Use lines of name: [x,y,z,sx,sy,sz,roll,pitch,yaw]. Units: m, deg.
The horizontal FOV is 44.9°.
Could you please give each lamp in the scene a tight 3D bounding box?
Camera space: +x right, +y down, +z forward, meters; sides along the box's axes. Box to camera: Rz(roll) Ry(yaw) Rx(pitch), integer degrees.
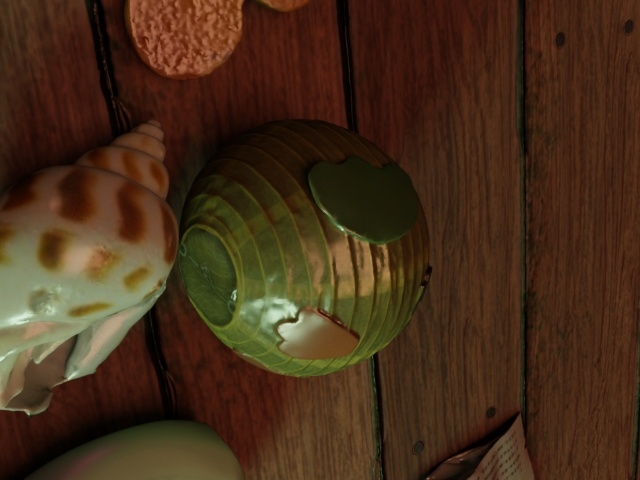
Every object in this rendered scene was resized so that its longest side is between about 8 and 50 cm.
lamp: [0.000,0.000,0.761,0.284,0.250,0.250,-21,115,-41]

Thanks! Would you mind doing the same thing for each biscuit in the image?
biscuit: [-0.085,-0.302,0.725,0.205,0.049,0.324,22,92,-34]

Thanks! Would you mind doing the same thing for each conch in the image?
conch: [-0.214,0.012,0.680,0.275,0.183,0.149,-41,80,-16]

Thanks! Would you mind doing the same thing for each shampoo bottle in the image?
shampoo bottle: [-0.246,0.309,0.750,0.349,0.151,0.222,-11,112,-28]

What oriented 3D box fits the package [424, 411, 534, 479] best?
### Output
package: [0.234,0.398,1.132,0.250,0.062,0.204,-28,119,-27]
